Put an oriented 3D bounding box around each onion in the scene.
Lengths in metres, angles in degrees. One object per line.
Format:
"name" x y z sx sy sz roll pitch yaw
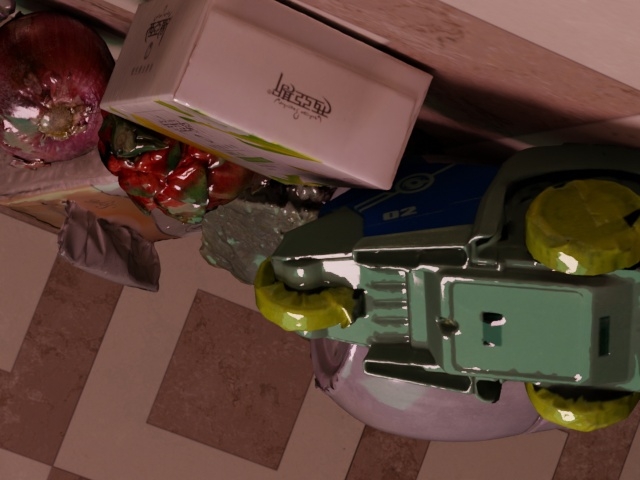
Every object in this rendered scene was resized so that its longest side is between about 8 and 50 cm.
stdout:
"onion" -0.289 -0.175 1.629 0.159 0.159 0.195 25 -152 -38

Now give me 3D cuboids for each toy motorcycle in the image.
"toy motorcycle" 0.120 0.013 1.276 0.326 0.200 0.191 6 130 14

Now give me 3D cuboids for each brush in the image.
"brush" 0.116 -0.077 1.595 0.034 0.027 0.190 18 175 25

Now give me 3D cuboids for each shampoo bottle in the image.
"shampoo bottle" 0.137 0.058 1.504 0.266 0.273 0.273 8 178 -12

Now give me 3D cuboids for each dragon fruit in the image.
"dragon fruit" -0.129 -0.102 1.550 0.188 0.182 0.182 46 162 -32

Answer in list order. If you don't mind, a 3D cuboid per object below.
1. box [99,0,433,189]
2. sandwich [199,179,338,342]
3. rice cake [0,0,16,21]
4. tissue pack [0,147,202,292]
"box" -0.054 -0.125 1.307 0.194 0.111 0.260 22 177 -19
"sandwich" 0.000 0.000 1.750 0.325 0.131 0.262 41 152 -13
"rice cake" -0.416 -0.273 1.619 0.198 0.037 0.189 22 175 -21
"tissue pack" -0.256 -0.058 1.970 0.239 0.238 0.305 19 176 20
